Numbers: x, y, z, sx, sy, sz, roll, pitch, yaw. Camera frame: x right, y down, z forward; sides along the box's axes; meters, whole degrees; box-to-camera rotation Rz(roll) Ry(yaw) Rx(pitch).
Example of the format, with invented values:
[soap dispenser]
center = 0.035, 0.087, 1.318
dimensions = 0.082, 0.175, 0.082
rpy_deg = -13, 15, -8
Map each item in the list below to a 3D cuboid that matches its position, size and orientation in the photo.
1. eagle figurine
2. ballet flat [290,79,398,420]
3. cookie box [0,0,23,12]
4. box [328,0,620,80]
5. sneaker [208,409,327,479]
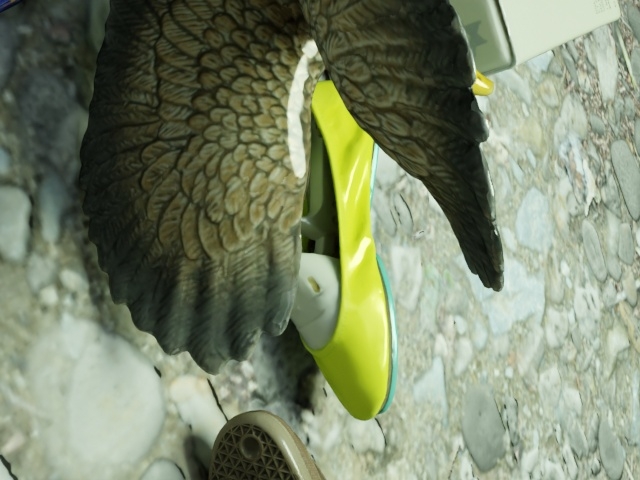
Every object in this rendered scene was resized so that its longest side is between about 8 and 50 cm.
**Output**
[eagle figurine]
center = -0.002, -0.109, 0.427
dimensions = 0.226, 0.225, 0.298
rpy_deg = 89, 16, -56
[ballet flat]
center = 0.000, 0.000, 0.561
dimensions = 0.077, 0.077, 0.231
rpy_deg = 8, 72, -27
[cookie box]
center = -0.161, -0.174, 0.422
dimensions = 0.107, 0.040, 0.092
rpy_deg = 61, 41, -21
[box]
center = 0.116, -0.195, 0.675
dimensions = 0.232, 0.148, 0.127
rpy_deg = -30, 104, -50
[sneaker]
center = -0.012, 0.176, 0.514
dimensions = 0.071, 0.066, 0.188
rpy_deg = -46, 123, -64
